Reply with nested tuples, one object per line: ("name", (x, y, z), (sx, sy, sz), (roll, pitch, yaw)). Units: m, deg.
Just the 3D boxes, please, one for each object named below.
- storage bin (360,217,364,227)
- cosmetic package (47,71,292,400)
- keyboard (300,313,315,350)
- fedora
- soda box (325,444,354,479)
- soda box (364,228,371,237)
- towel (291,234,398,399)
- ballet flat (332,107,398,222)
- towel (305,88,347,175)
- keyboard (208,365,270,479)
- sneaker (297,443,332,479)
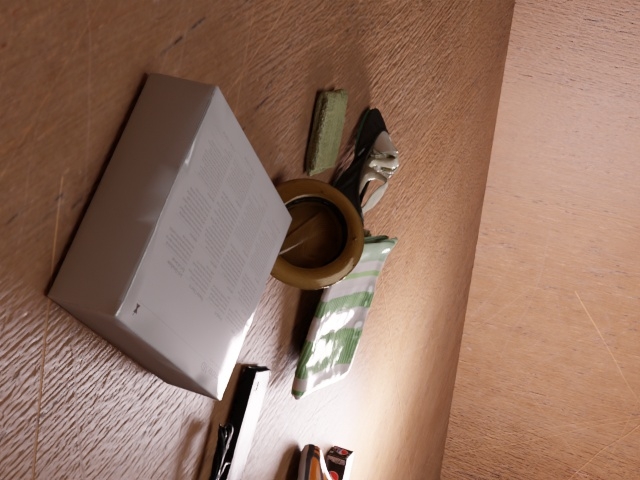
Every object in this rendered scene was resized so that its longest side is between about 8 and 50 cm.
("storage bin", (0.000, 0.000, 1.686), (0.091, 0.135, 0.098), (85, 25, -70))
("cosmetic package", (-0.164, 0.014, 1.233), (0.377, 0.097, 0.284), (63, 43, -64))
("keyboard", (0.001, 0.152, 1.983), (0.108, 0.023, 0.180), (90, 21, -56))
("fedora", (-0.028, -0.004, 1.585), (0.079, 0.194, 0.194), (-39, -156, 61))
("soda box", (0.034, 0.581, 2.378), (0.060, 0.053, 0.169), (-26, 129, -67))
("soda box", (0.076, 0.035, 2.049), (0.181, 0.061, 0.058), (70, 39, -62))
("towel", (0.046, 0.146, 1.952), (0.248, 0.038, 0.325), (-9, 122, -64))
("ballet flat", (0.094, -0.134, 1.907), (0.095, 0.096, 0.280), (77, 32, -55))
("towel", (0.010, -0.188, 1.720), (0.110, 0.027, 0.148), (-28, 131, -66))
("keyboard", (-0.155, 0.364, 1.657), (0.201, 0.033, 0.317), (29, 76, -79))
("sneaker", (0.049, 0.580, 2.130), (0.124, 0.180, 0.321), (-71, 155, -71))
